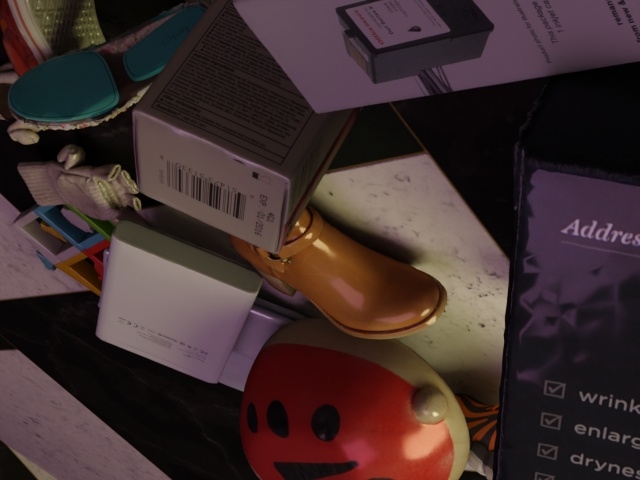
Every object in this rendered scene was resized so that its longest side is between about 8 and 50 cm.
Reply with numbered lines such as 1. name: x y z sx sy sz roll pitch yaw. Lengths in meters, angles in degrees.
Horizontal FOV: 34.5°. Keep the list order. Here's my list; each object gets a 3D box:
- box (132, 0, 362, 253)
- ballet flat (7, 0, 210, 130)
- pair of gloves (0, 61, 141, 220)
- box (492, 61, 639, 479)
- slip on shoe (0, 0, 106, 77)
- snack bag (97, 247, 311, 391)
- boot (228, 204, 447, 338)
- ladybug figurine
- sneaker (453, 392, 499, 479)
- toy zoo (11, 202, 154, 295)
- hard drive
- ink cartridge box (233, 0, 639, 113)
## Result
1. box: -0.048 -0.131 0.932 0.149 0.232 0.126 25 149 8
2. ballet flat: -0.199 -0.168 1.058 0.241 0.091 0.077 -20 169 6
3. pair of gloves: -0.346 -0.122 1.339 0.204 0.042 0.240 9 135 29
4. box: 0.386 0.107 0.733 0.480 0.297 0.471 12 130 19
5. slip on shoe: -0.298 -0.249 1.080 0.101 0.123 0.331 23 153 10
6. snack bag: -0.191 0.142 1.592 0.323 0.037 0.342 21 149 -4
7. boot: 0.000 0.000 1.207 0.284 0.109 0.220 23 157 36
8. ladybug figurine: 0.022 0.256 1.386 0.305 0.162 0.449 50 150 -3
9. sneaker: 0.284 0.240 1.320 0.125 0.180 0.321 21 -170 -33
10. toy zoo: -0.352 0.004 1.566 0.192 0.030 0.293 42 146 -20
11. hard drive: -0.209 0.096 1.459 0.203 0.040 0.307 22 146 -3
12. ink cartridge box: 0.111 -0.214 0.708 0.289 0.211 0.121 -3 138 43
